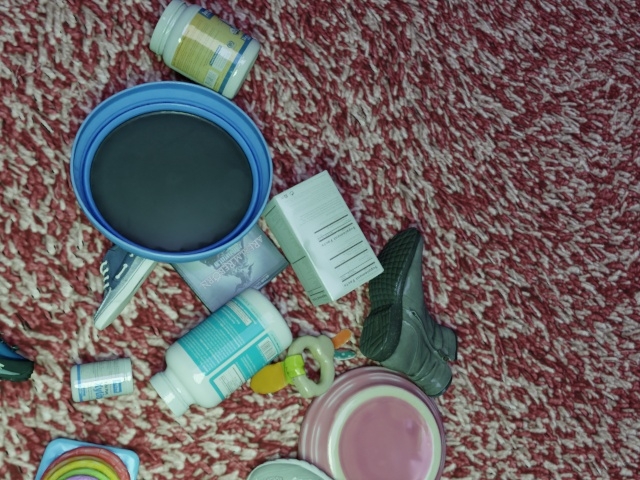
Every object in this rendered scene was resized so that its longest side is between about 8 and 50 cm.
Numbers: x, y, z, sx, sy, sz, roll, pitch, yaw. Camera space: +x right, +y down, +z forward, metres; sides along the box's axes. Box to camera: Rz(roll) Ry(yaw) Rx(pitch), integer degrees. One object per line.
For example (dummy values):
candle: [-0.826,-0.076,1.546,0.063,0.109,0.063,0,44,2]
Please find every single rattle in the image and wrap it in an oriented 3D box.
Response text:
rattle: [-0.029,0.261,1.325,0.130,0.143,0.200,46,33,3]

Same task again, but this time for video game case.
video game case: [-0.224,0.006,1.317,0.196,0.026,0.274,-40,91,-21]

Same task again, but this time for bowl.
bowl: [-0.295,-0.137,1.268,0.391,0.077,0.391,6,68,-14]

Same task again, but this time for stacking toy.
stacking toy: [-0.390,0.430,1.022,0.175,0.302,0.165,16,74,-15]

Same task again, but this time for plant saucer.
plant saucer: [0.121,0.430,1.306,0.332,0.084,0.332,4,77,-17]

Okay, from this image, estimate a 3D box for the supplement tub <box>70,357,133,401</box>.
supplement tub: [-0.410,0.261,1.177,0.107,0.071,0.071,-6,80,-18]

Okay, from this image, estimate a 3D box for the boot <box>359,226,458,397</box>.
boot: [0.214,0.157,1.391,0.223,0.118,0.338,33,60,-25]

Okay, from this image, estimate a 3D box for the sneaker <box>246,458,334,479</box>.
sneaker: [-0.015,0.501,1.181,0.281,0.115,0.105,13,108,14]

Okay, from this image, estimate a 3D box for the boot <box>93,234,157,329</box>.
boot: [-0.403,0.079,1.227,0.086,0.069,0.190,33,62,-1]

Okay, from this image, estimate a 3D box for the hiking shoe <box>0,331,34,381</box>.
hiking shoe: [-0.632,0.141,1.107,0.304,0.113,0.132,33,71,-9]

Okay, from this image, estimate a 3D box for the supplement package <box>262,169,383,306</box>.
supplement package: [0.000,0.000,1.329,0.134,0.139,0.244,-29,90,-20]

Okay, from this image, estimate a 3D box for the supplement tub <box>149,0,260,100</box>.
supplement tub: [-0.244,-0.407,1.334,0.200,0.144,0.144,29,71,-11]

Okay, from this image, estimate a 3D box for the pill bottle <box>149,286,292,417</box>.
pill bottle: [-0.194,0.220,1.211,0.264,0.146,0.146,-37,91,-18]
